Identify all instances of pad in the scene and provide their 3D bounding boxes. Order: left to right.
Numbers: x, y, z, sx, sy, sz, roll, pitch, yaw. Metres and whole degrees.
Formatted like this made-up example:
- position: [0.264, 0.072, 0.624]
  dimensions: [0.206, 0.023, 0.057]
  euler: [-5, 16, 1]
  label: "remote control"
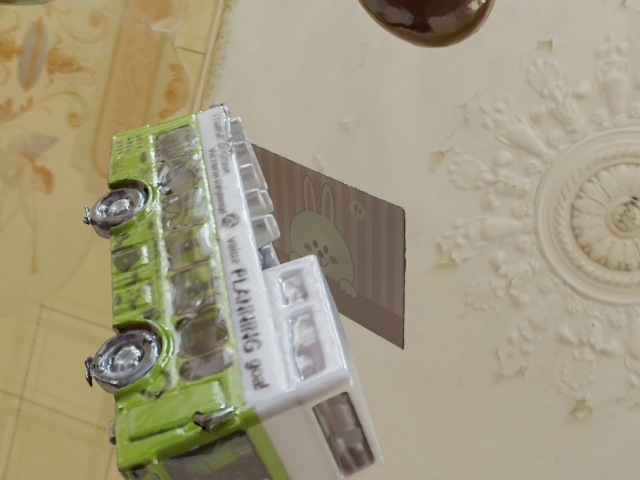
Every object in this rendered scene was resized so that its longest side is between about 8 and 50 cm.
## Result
- position: [0.000, 0.000, 1.152]
  dimensions: [0.299, 0.005, 0.202]
  euler: [27, -49, 41]
  label: "pad"

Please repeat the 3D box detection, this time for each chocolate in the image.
- position: [0.121, -0.313, 1.040]
  dimensions: [0.176, 0.177, 0.177]
  euler: [1, -85, 14]
  label: "chocolate"

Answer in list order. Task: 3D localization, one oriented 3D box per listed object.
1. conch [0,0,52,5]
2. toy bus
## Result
- position: [-0.371, -0.453, 1.198]
  dimensions: [0.197, 0.249, 0.368]
  euler: [35, -50, -1]
  label: "conch"
- position: [-0.066, 0.031, 0.568]
  dimensions: [0.139, 0.302, 0.113]
  euler: [-18, -48, 1]
  label: "toy bus"
